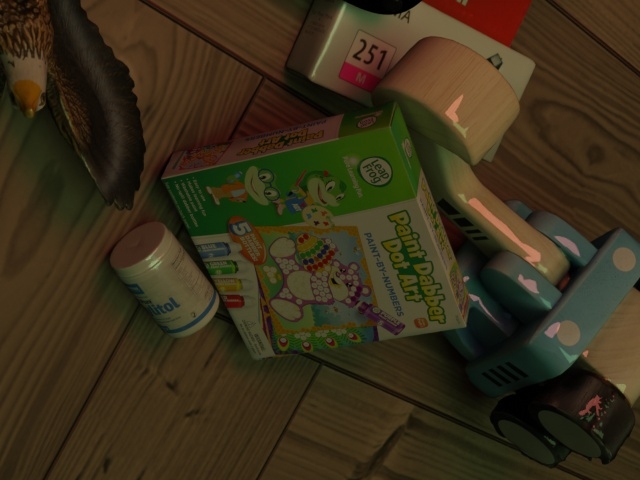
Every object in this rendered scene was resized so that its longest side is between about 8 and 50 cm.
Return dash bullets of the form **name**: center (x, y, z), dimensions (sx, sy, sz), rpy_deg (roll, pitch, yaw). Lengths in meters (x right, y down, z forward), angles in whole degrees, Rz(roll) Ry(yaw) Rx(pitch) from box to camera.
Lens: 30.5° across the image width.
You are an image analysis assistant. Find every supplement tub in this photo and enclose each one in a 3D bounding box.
- **supplement tub**: center (-0.157, 0.041, 1.194), dimensions (0.071, 0.071, 0.107), rpy_deg (-42, 123, -11)

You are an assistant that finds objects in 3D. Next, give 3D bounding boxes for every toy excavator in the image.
- **toy excavator**: center (0.206, 0.019, 1.293), dimensions (0.445, 0.433, 0.222), rpy_deg (40, 72, 1)

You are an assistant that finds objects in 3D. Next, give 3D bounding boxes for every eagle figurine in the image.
- **eagle figurine**: center (-0.263, -0.157, 1.015), dimensions (0.226, 0.225, 0.298), rpy_deg (20, 136, 4)

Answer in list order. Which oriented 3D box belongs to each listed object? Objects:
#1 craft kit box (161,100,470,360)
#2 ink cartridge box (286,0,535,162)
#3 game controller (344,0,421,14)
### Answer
- **craft kit box**: center (0.000, 0.000, 1.193), dimensions (0.246, 0.061, 0.250), rpy_deg (-13, 122, 19)
- **ink cartridge box**: center (0.126, -0.241, 1.272), dimensions (0.275, 0.060, 0.239), rpy_deg (20, 98, -35)
- **game controller**: center (-0.022, -0.309, 1.066), dimensions (0.319, 0.166, 0.067), rpy_deg (20, 68, -20)
